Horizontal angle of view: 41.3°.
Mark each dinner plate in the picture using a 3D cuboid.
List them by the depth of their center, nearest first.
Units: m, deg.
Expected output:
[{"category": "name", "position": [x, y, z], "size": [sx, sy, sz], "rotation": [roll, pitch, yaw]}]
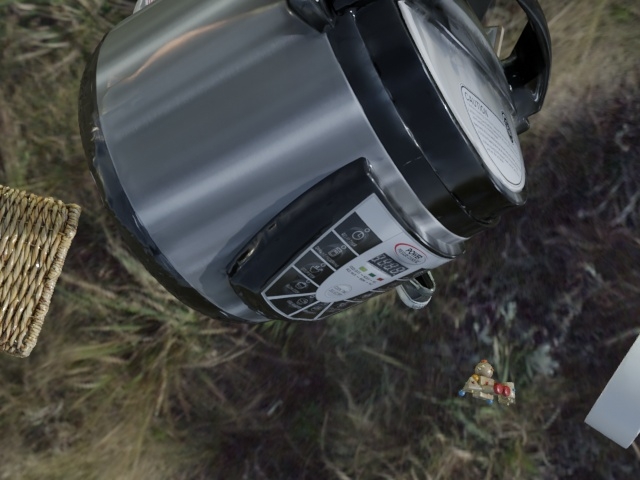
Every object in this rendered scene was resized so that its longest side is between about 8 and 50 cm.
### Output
[{"category": "dinner plate", "position": [-0.355, -0.436, 1.678], "size": [0.017, 0.141, 0.141], "rotation": [15, 103, -2]}]

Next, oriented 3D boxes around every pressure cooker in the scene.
[{"category": "pressure cooker", "position": [0.019, -0.143, 0.854], "size": [0.420, 0.370, 0.375], "rotation": [-24, 109, 22]}]

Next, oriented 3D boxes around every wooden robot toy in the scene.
[{"category": "wooden robot toy", "position": [0.341, 0.277, 1.695], "size": [0.076, 0.173, 0.079], "rotation": [-21, 58, 42]}]

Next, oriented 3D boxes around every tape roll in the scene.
[{"category": "tape roll", "position": [0.660, 0.281, 1.740], "size": [0.100, 0.286, 0.286], "rotation": [33, 106, 22]}]

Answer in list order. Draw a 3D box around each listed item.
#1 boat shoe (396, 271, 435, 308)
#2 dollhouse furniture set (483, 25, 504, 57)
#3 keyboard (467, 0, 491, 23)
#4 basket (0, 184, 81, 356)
[{"category": "boat shoe", "position": [0.153, 0.023, 1.620], "size": [0.219, 0.078, 0.070], "rotation": [58, 147, 25]}, {"category": "dollhouse furniture set", "position": [0.150, -0.373, 1.164], "size": [0.151, 0.301, 0.197], "rotation": [5, 77, 38]}, {"category": "keyboard", "position": [0.248, -0.474, 1.656], "size": [0.033, 0.317, 0.201], "rotation": [-8, 131, 41]}, {"category": "basket", "position": [-0.582, 0.062, 1.613], "size": [0.223, 0.213, 0.299], "rotation": [15, 77, -1]}]
